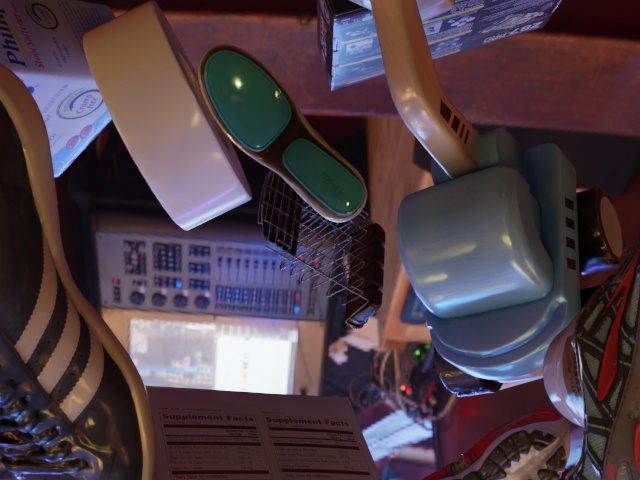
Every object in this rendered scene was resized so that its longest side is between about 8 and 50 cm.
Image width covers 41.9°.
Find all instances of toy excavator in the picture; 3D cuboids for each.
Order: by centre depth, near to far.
[{"bbox_3d":[0.180,-0.077,1.000,0.222,0.433,0.445,-15,143,34],"label":"toy excavator"}]

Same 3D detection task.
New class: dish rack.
[{"bbox_3d":[0.000,0.000,1.402,0.271,0.208,0.074,33,131,-26],"label":"dish rack"}]

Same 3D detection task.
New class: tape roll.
[{"bbox_3d":[-0.193,-0.160,1.085,0.100,0.286,0.286,-27,130,1],"label":"tape roll"}]

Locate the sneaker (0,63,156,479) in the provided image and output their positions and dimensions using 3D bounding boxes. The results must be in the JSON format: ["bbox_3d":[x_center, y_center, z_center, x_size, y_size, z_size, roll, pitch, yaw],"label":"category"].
[{"bbox_3d":[-0.210,0.071,0.513,0.131,0.148,0.350,-9,112,17],"label":"sneaker"}]

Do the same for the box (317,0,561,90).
[{"bbox_3d":[0.193,-0.372,1.298,0.394,0.097,0.318,-17,171,-2],"label":"box"}]

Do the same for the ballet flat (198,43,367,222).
[{"bbox_3d":[-0.047,-0.117,0.949,0.086,0.086,0.248,-33,107,29],"label":"ballet flat"}]

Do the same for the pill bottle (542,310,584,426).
[{"bbox_3d":[0.266,0.103,0.674,0.131,0.131,0.229,6,168,-4],"label":"pill bottle"}]

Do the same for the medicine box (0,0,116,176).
[{"bbox_3d":[-0.453,-0.216,1.204,0.263,0.149,0.289,-37,166,32],"label":"medicine box"}]

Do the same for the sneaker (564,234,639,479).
[{"bbox_3d":[0.166,0.025,0.402,0.104,0.262,0.125,15,172,-19],"label":"sneaker"}]

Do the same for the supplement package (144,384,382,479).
[{"bbox_3d":[-0.058,0.282,0.670,0.198,0.263,0.199,8,122,-24],"label":"supplement package"}]

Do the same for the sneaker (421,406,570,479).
[{"bbox_3d":[0.209,0.308,1.071,0.279,0.118,0.107,-39,88,26],"label":"sneaker"}]

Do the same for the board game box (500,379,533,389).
[{"bbox_3d":[0.379,0.163,1.561,0.193,0.053,0.305,57,146,2],"label":"board game box"}]
